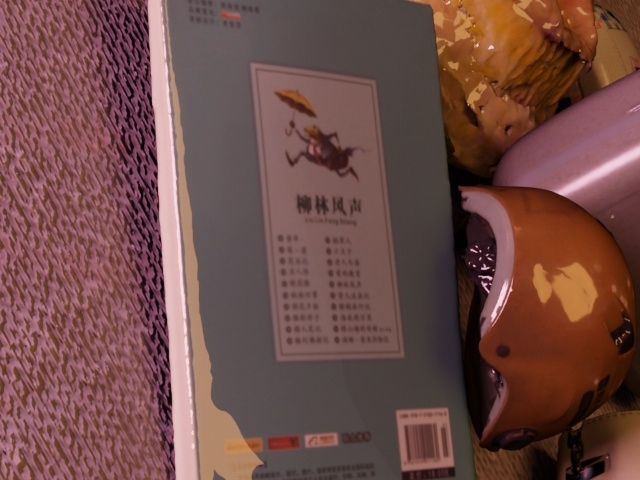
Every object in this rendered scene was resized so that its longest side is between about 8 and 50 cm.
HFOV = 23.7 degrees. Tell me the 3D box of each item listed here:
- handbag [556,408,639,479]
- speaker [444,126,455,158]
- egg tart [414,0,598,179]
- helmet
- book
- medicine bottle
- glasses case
[{"bbox_3d":[0.281,0.342,1.226,0.237,0.160,0.358,35,48,-29],"label":"handbag"},{"bbox_3d":[0.019,-0.146,1.180,0.044,0.082,0.218,-35,101,-54],"label":"speaker"},{"bbox_3d":[0.147,-0.228,1.345,0.352,0.150,0.352,33,48,-46],"label":"egg tart"},{"bbox_3d":[0.171,0.058,1.154,0.224,0.130,0.198,83,6,-53],"label":"helmet"},{"bbox_3d":[0.000,0.000,1.044,0.264,0.031,0.379,5,77,-42],"label":"book"},{"bbox_3d":[0.324,-0.001,1.345,0.375,0.282,0.123,44,22,-45],"label":"medicine bottle"},{"bbox_3d":[0.312,-0.087,1.556,0.125,0.076,0.327,-6,78,-53],"label":"glasses case"}]
